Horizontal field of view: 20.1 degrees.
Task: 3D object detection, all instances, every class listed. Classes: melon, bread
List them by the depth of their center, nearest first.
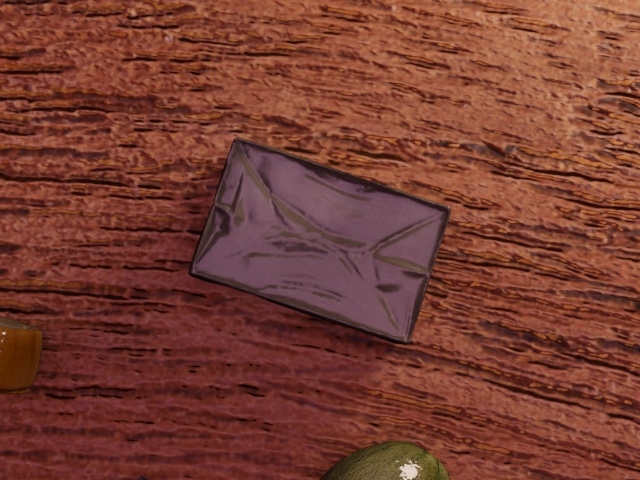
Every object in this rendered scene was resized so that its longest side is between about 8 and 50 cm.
[{"bbox_3d":[-0.394,0.100,1.788,0.236,0.236,0.070,10,91,-1],"label":"bread"},{"bbox_3d":[0.050,0.289,1.831,0.139,0.139,0.192,40,83,1],"label":"melon"}]

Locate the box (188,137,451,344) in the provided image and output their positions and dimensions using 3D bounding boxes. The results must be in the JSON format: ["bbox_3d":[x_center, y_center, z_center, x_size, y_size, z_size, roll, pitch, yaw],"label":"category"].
[{"bbox_3d":[0.000,0.000,1.837,0.231,0.149,0.155,19,88,-1],"label":"box"}]

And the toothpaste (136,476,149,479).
[{"bbox_3d":[-0.128,0.311,1.814,0.193,0.070,0.044,36,87,33],"label":"toothpaste"}]
